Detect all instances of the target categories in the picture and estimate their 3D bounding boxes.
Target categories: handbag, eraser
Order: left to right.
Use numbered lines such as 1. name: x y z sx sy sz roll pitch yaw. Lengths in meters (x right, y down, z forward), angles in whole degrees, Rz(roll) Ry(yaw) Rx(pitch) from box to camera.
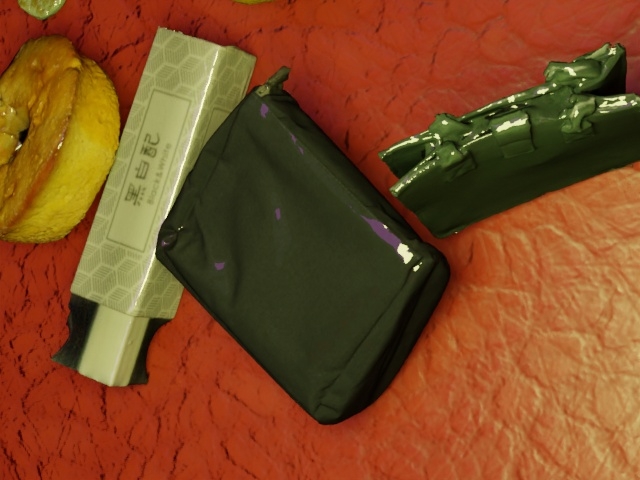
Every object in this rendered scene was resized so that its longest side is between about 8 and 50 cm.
1. eraser: -0.191 -0.038 1.831 0.098 0.096 0.403 20 93 24
2. handbag: 0.001 0.000 1.696 0.302 0.178 0.275 46 119 22
3. handbag: 0.190 -0.092 1.554 0.248 0.260 0.079 -21 78 9

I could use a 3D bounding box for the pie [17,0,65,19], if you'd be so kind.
1. pie: -0.339 -0.314 1.966 0.085 0.017 0.085 -3 83 26

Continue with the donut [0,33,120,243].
1. donut: -0.325 -0.111 1.845 0.253 0.118 0.253 -29 54 49

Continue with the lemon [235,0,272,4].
1. lemon: -0.084 -0.369 1.755 0.204 0.204 0.260 -43 71 15
